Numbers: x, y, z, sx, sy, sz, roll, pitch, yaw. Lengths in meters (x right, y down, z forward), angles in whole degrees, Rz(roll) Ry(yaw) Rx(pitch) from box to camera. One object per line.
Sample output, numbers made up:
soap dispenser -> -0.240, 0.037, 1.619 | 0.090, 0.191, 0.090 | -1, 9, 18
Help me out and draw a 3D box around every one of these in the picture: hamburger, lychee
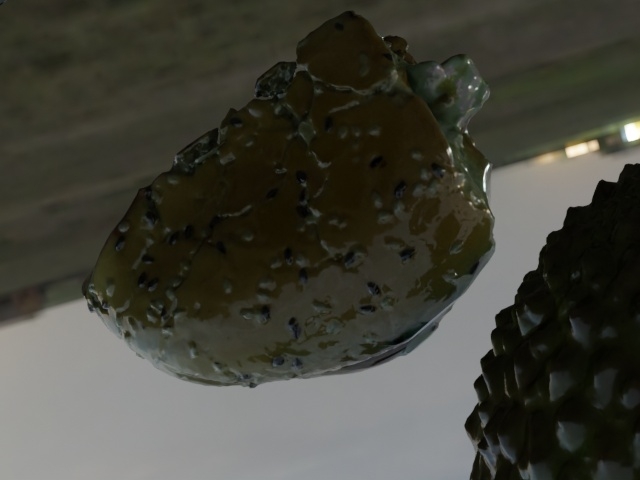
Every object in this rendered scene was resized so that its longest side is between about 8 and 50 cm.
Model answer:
hamburger -> 0.000, 0.000, 1.117 | 0.288, 0.192, 0.168 | -42, 158, 16
lychee -> 0.125, 0.052, 0.605 | 0.171, 0.171, 0.171 | -16, -179, 0

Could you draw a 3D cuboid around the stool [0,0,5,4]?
stool -> -0.230, -0.172, 0.783 | 0.232, 0.232, 0.141 | -16, 145, 18
